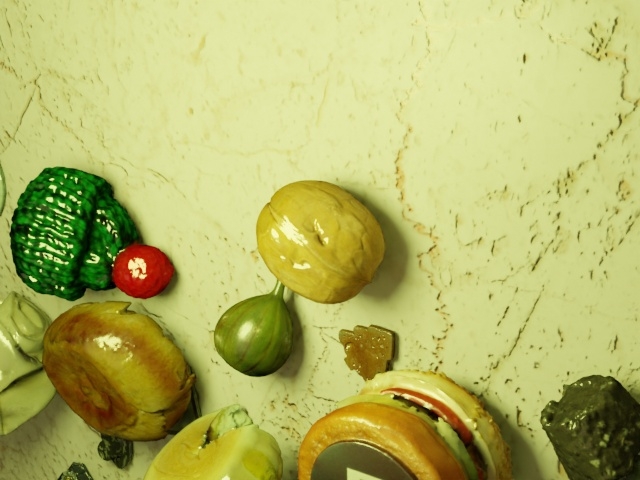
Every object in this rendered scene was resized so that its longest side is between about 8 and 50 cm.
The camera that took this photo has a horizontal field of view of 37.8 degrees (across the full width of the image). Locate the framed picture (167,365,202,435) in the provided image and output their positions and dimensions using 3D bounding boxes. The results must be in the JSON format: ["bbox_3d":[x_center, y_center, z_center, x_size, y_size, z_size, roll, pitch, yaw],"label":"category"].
[{"bbox_3d":[-0.354,0.353,2.076,0.231,0.010,0.173,-2,104,38],"label":"framed picture"}]

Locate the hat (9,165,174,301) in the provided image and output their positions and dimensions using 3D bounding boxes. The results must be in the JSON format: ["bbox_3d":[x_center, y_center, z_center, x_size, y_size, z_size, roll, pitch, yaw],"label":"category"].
[{"bbox_3d":[-0.452,0.008,1.929,0.332,0.242,0.274,19,135,4],"label":"hat"}]

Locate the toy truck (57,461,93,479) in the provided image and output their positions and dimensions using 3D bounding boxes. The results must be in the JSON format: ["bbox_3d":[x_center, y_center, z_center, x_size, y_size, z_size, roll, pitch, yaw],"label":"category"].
[{"bbox_3d":[-0.582,0.645,2.301,0.192,0.092,0.083,54,128,20],"label":"toy truck"}]

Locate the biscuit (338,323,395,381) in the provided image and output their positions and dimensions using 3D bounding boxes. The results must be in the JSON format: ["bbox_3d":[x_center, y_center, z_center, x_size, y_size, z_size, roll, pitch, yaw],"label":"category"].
[{"bbox_3d":[0.091,0.196,1.681,0.130,0.019,0.119,-37,82,40],"label":"biscuit"}]

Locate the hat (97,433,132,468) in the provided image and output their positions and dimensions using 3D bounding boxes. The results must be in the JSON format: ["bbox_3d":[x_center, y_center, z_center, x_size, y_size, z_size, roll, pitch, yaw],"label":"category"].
[{"bbox_3d":[-0.494,0.485,2.203,0.121,0.050,0.121,12,110,35],"label":"hat"}]

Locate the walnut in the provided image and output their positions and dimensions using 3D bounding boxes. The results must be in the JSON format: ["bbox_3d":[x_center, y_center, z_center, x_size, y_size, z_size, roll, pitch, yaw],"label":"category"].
[{"bbox_3d":[0.000,0.000,1.584,0.226,0.193,0.193,31,123,13],"label":"walnut"}]

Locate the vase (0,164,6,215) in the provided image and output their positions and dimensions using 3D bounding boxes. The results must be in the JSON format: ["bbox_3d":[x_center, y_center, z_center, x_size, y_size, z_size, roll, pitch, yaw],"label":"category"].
[{"bbox_3d":[-0.923,-0.117,2.165,0.245,0.291,0.245,14,114,35],"label":"vase"}]

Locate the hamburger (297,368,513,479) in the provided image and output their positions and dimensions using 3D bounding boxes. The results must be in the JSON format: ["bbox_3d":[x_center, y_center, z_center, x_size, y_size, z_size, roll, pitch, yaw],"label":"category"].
[{"bbox_3d":[0.146,0.387,1.559,0.330,0.250,0.329,14,117,30],"label":"hamburger"}]

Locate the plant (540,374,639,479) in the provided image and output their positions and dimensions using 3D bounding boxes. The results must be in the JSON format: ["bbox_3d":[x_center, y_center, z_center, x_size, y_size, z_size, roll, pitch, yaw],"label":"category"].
[{"bbox_3d":[0.442,0.337,1.378,0.274,0.149,0.146,57,175,-12],"label":"plant"}]

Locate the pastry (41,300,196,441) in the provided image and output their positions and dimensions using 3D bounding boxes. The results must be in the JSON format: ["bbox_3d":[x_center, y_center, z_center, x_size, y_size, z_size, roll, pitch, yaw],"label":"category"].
[{"bbox_3d":[-0.427,0.274,1.967,0.356,0.164,0.356,18,133,21],"label":"pastry"}]

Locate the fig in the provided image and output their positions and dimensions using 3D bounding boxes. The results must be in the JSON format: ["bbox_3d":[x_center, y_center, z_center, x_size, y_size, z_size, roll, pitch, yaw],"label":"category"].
[{"bbox_3d":[-0.093,0.133,1.759,0.151,0.151,0.259,34,96,24],"label":"fig"}]

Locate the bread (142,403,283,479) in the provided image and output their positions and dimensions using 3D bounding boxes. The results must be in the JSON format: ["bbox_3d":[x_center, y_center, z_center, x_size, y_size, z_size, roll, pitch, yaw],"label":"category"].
[{"bbox_3d":[-0.215,0.479,1.843,0.333,0.333,0.160,-21,117,40],"label":"bread"}]

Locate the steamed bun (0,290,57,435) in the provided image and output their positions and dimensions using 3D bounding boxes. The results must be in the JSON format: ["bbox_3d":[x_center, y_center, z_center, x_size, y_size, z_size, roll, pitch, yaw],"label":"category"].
[{"bbox_3d":[-0.746,0.256,2.153,0.255,0.368,0.342,-34,44,17],"label":"steamed bun"}]
